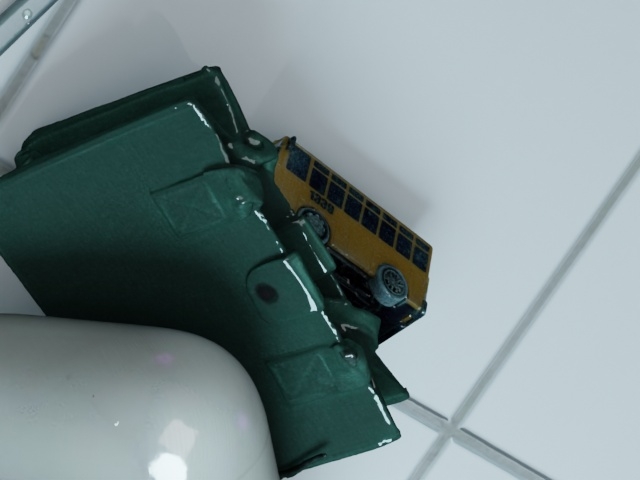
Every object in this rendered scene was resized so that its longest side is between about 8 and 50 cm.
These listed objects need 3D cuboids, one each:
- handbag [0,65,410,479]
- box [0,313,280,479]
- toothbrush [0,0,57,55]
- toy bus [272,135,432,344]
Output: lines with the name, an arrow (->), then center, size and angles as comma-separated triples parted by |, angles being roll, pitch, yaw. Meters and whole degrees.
handbag -> -0.097, 0.043, 1.148 | 0.239, 0.089, 0.326 | -18, 114, 30
box -> -0.162, 0.215, 1.153 | 0.289, 0.141, 0.349 | 5, 126, 22
toothbrush -> -0.163, -0.240, 1.135 | 0.342, 0.030, 0.025 | -43, 111, 2
toy bus -> 0.000, 0.000, 1.209 | 0.182, 0.103, 0.091 | 36, 131, -21
